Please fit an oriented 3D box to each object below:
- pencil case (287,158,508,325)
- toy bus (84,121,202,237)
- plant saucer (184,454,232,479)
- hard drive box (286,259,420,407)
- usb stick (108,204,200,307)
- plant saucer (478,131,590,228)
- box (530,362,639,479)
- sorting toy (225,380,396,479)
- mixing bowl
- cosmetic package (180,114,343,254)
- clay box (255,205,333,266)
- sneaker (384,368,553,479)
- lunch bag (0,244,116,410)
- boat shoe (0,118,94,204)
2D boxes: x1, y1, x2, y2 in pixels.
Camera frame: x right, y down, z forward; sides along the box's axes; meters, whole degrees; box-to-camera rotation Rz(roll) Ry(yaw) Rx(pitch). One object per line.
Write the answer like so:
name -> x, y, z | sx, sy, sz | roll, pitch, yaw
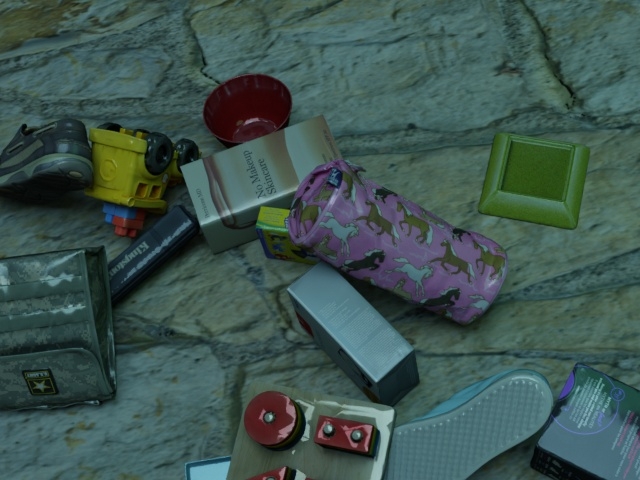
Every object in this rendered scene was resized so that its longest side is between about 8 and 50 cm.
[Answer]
pencil case -> 0.137, 0.005, 1.727 | 0.386, 0.167, 0.160 | 27, 24, -21
toy bus -> -0.349, -0.111, 1.949 | 0.149, 0.220, 0.212 | 12, 95, 26
plant saucer -> -0.138, 0.403, 1.730 | 0.192, 0.018, 0.067 | -9, 62, 1
hard drive box -> 0.059, 0.167, 1.735 | 0.089, 0.181, 0.232 | -39, 64, -12
usb stick -> -0.348, 0.041, 1.910 | 0.278, 0.045, 0.077 | -41, 63, -5
plant saucer -> 0.411, -0.127, 1.918 | 0.188, 0.045, 0.188 | 11, 65, 13
box -> 0.496, 0.340, 1.608 | 0.270, 0.143, 0.165 | 25, 70, 18
sorting toy -> -0.032, 0.365, 1.602 | 0.255, 0.089, 0.257 | 8, 73, 17
mixing bowl -> -0.137, -0.236, 2.010 | 0.181, 0.098, 0.181 | -5, 55, 7
cosmetic package -> -0.101, -0.108, 1.927 | 0.296, 0.129, 0.153 | -22, 64, -4
clay box -> 0.000, 0.000, 1.859 | 0.222, 0.127, 0.053 | 9, 65, 12
sneaker -> 0.228, 0.328, 1.676 | 0.365, 0.150, 0.135 | -27, 84, 15
lunch bag -> -0.499, 0.166, 1.798 | 0.235, 0.169, 0.287 | -7, 93, 3
boat shoe -> -0.539, -0.153, 1.934 | 0.355, 0.132, 0.130 | -8, 71, 45
